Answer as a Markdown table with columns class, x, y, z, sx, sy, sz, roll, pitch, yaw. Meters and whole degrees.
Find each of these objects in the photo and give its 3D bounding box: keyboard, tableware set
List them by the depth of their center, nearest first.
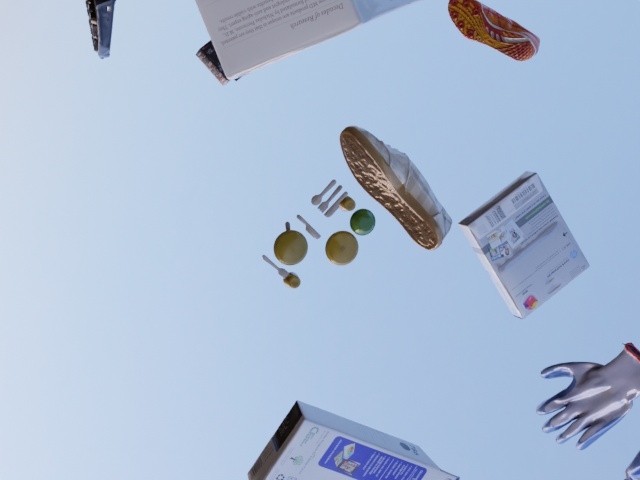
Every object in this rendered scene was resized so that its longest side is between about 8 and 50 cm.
| class | x | y | z | sx | sy | sz | roll | pitch | yaw |
| --- | --- | --- | --- | --- | --- | --- | --- | --- | --- |
| keyboard | -0.276 | -0.386 | 1.303 | 0.201 | 0.033 | 0.317 | 114 | -35 | -56 |
| tableware set | 0.000 | 0.000 | 1.507 | 0.154 | 0.104 | 0.024 | -48 | -162 | -6 |

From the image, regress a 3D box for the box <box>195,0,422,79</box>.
| class | x | y | z | sx | sy | sz | roll | pitch | yaw |
| --- | --- | --- | --- | --- | --- | --- | --- | --- | --- |
| box | -0.013 | -0.272 | 1.216 | 0.181 | 0.119 | 0.181 | -16 | -169 | 31 |

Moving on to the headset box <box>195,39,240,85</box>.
| class | x | y | z | sx | sy | sz | roll | pitch | yaw |
| --- | --- | --- | --- | --- | --- | --- | --- | --- | --- |
| headset box | -0.169 | -0.319 | 1.971 | 0.062 | 0.083 | 0.032 | -44 | -174 | -24 |

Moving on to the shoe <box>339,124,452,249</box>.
| class | x | y | z | sx | sy | sz | roll | pitch | yaw |
| --- | --- | --- | --- | --- | --- | --- | --- | --- | --- |
| shoe | 0.110 | -0.084 | 1.619 | 0.058 | 0.219 | 0.076 | -43 | -173 | -31 |

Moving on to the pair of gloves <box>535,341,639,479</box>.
| class | x | y | z | sx | sy | sz | roll | pitch | yaw |
| --- | --- | --- | --- | --- | --- | --- | --- | --- | --- |
| pair of gloves | 0.296 | 0.190 | 1.082 | 0.023 | 0.198 | 0.159 | -27 | 163 | -44 |

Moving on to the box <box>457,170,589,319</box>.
| class | x | y | z | sx | sy | sz | roll | pitch | yaw |
| --- | --- | --- | --- | --- | --- | --- | --- | --- | --- |
| box | 0.322 | 0.007 | 1.759 | 0.145 | 0.186 | 0.038 | -37 | -163 | -10 |

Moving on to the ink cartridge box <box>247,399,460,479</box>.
| class | x | y | z | sx | sy | sz | roll | pitch | yaw |
| --- | --- | --- | --- | --- | --- | --- | --- | --- | --- |
| ink cartridge box | 0.058 | 0.396 | 1.878 | 0.165 | 0.332 | 0.065 | -57 | -153 | 14 |

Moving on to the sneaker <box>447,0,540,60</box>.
| class | x | y | z | sx | sy | sz | roll | pitch | yaw |
| --- | --- | --- | --- | --- | --- | --- | --- | --- | --- |
| sneaker | 0.293 | -0.363 | 1.906 | 0.064 | 0.175 | 0.067 | -57 | 176 | 32 |
